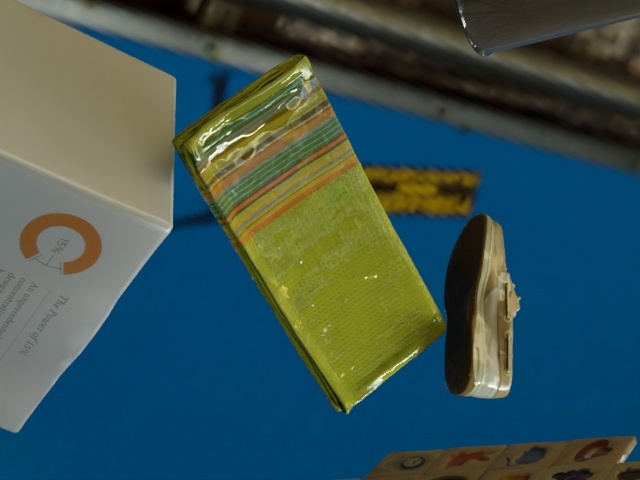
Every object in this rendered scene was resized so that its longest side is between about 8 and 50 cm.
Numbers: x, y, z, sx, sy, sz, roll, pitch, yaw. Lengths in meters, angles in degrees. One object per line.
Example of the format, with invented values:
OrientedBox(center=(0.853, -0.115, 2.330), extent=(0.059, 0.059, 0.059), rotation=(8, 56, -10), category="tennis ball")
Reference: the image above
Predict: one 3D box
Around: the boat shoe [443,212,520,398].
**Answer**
OrientedBox(center=(0.117, 0.048, 1.235), extent=(0.045, 0.135, 0.050), rotation=(17, 159, -25), category="boat shoe")

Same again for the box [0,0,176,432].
OrientedBox(center=(-0.292, -0.056, 1.110), extent=(0.345, 0.215, 0.168), rotation=(25, -145, -22), category="box")

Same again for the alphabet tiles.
OrientedBox(center=(0.102, 0.218, 1.371), extent=(0.342, 0.011, 0.285), rotation=(-8, -167, 28), category="alphabet tiles")

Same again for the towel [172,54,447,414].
OrientedBox(center=(0.000, 0.000, 1.141), extent=(0.237, 0.102, 0.021), rotation=(60, 167, -29), category="towel")

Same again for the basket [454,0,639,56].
OrientedBox(center=(0.217, -0.229, 1.208), extent=(0.226, 0.154, 0.204), rotation=(-7, -144, 18), category="basket")
